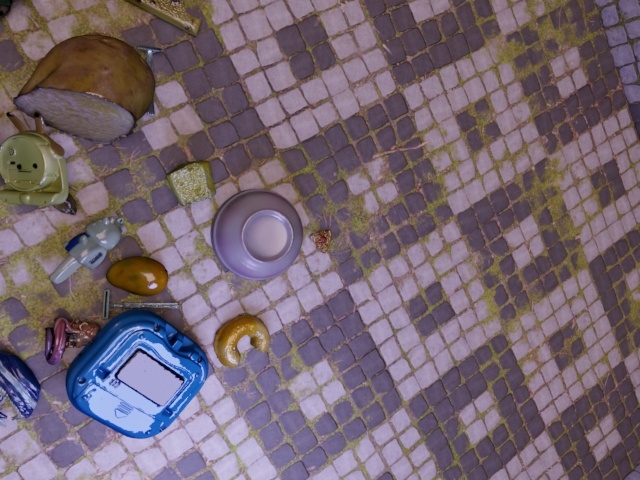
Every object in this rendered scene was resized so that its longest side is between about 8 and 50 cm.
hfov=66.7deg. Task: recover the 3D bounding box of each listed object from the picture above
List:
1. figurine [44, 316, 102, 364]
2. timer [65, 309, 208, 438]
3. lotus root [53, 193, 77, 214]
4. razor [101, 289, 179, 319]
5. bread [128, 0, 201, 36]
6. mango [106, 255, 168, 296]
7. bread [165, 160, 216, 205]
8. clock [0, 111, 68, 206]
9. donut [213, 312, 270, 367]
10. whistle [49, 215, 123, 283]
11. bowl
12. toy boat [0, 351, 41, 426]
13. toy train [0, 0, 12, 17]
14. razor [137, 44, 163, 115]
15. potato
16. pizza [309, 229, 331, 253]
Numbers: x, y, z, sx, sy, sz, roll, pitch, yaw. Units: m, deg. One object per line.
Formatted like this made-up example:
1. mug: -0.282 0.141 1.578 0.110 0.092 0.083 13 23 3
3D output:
1. figurine: -0.673 0.256 1.318 0.157 0.126 0.114 -23 59 -42
2. timer: -0.497 0.377 1.351 0.309 0.115 0.340 -50 122 -13
3. lotus root: -0.693 -0.106 1.307 0.054 0.049 0.099 -43 102 12
4. razor: -0.516 0.189 1.408 0.211 0.036 0.084 5 72 -26
5. bread: -0.441 -0.671 1.371 0.226 0.049 0.088 21 86 -22
6. mango: -0.512 0.097 1.372 0.163 0.089 0.111 23 86 -13
7. bread: -0.368 -0.170 1.399 0.129 0.111 0.114 -17 104 -1
8. clock: -0.735 -0.205 1.231 0.170 0.069 0.232 3 101 11
9. donut: -0.238 0.306 1.498 0.181 0.078 0.146 -16 102 -21
10. whistle: -0.630 0.019 1.317 0.092 0.110 0.244 41 77 14
11. bowl: -0.176 -0.016 1.466 0.286 0.143 0.287 -1 94 -22
12. toy boat: -0.871 0.430 1.268 0.210 0.070 0.292 34 85 -15
13. toy train: -0.876 -0.674 1.162 0.304 0.150 0.222 0 83 -20
14. razor: -0.481 -0.450 1.376 0.068 0.037 0.191 -2 96 -26
15. potato: -0.582 -0.413 1.245 0.288 0.300 0.237 22 68 -47
16. pizza: 0.001 0.000 1.597 0.078 0.025 0.083 12 90 -24
